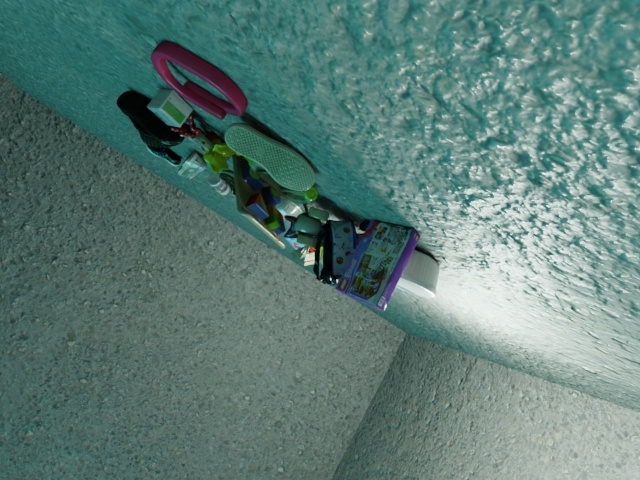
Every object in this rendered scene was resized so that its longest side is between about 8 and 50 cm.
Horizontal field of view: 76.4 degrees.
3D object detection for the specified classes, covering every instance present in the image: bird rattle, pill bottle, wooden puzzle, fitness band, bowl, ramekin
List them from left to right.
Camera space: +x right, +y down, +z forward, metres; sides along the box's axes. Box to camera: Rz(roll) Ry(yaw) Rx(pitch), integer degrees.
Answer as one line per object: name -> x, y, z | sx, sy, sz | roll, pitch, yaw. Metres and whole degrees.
fitness band -> -0.345, -0.450, 1.166 | 0.291, 0.054, 0.209 | 30, 166, 0
bird rattle -> -0.441, -0.371, 1.570 | 0.253, 0.143, 0.207 | 34, -175, -1
pill bottle -> -0.553, -0.305, 2.224 | 0.078, 0.078, 0.137 | 27, 168, 17
wooden puzzle -> -0.247, -0.172, 1.714 | 0.322, 0.080, 0.347 | 45, -158, -53
bowl -> -0.177, -0.143, 1.962 | 0.170, 0.080, 0.170 | 29, 169, 6
ramekin -> 0.338, 0.115, 1.595 | 0.273, 0.127, 0.273 | 23, 169, 5

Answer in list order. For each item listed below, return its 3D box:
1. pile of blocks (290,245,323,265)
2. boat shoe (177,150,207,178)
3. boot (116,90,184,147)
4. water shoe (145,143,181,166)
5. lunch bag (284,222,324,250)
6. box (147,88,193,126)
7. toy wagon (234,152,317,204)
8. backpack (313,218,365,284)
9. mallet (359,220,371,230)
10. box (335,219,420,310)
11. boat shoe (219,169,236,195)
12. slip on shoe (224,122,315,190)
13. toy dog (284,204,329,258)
pile of blocks -> 0.042, 0.045, 1.937 | 0.362, 0.112, 0.149 | 5, -156, -24
boat shoe -> -0.663, -0.376, 2.118 | 0.103, 0.118, 0.320 | 39, 160, -18
boot -> -0.670, -0.459, 1.719 | 0.348, 0.131, 0.260 | 39, 164, 16
water shoe -> -0.873, -0.499, 2.280 | 0.203, 0.073, 0.080 | 31, 148, -23
lunch bag -> 0.000, 0.000, 2.052 | 0.293, 0.138, 0.221 | 12, 160, 22
box -> -0.534, -0.471, 1.447 | 0.102, 0.087, 0.101 | 20, 164, 40
toy wagon -> -0.167, -0.248, 1.530 | 0.344, 0.068, 0.267 | 39, 165, -35
backpack -> 0.089, 0.044, 1.640 | 0.213, 0.263, 0.276 | -6, 176, -12
mallet -> 0.232, -0.020, 1.582 | 0.190, 0.039, 0.062 | 31, 168, -23
box -> 0.198, 0.079, 1.422 | 0.201, 0.293, 0.057 | 18, 166, 49
boat shoe -> -0.411, -0.267, 1.983 | 0.257, 0.095, 0.095 | 24, 167, 31
slip on shoe -> -0.155, -0.276, 1.322 | 0.331, 0.123, 0.101 | 30, -158, -21
toy dog -> -0.081, -0.069, 1.688 | 0.161, 0.220, 0.334 | 23, 162, -9
